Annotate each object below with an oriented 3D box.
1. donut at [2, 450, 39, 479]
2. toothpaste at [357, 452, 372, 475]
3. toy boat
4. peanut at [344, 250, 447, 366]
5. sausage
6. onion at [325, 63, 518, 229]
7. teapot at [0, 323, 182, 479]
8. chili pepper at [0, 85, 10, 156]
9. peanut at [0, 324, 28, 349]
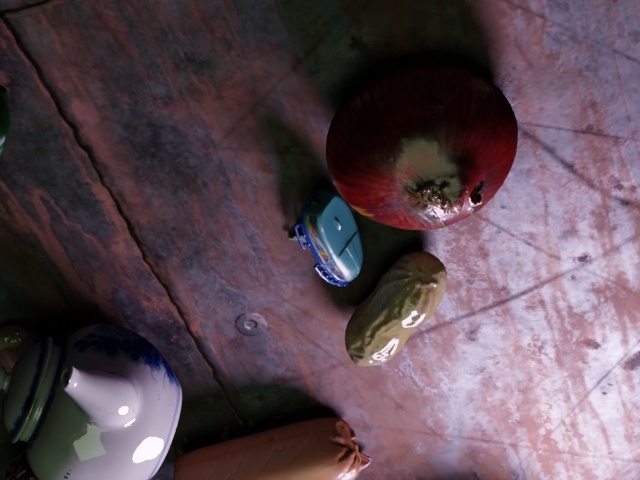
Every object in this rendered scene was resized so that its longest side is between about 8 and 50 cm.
[{"bbox_3d":[-0.402,0.400,2.056,0.235,0.089,0.235,5,147,3],"label":"donut"},{"bbox_3d":[0.005,0.423,2.127,0.062,0.039,0.239,27,123,-10],"label":"toothpaste"},{"bbox_3d":[0.000,0.000,1.769,0.110,0.091,0.175,11,142,37],"label":"toy boat"},{"bbox_3d":[0.106,0.103,1.827,0.090,0.099,0.214,17,130,-24],"label":"peanut"},{"bbox_3d":[-0.084,0.362,2.024,0.304,0.121,0.121,-16,127,14],"label":"sausage"},{"bbox_3d":[0.132,-0.115,1.622,0.248,0.161,0.248,-1,108,-2],"label":"onion"},{"bbox_3d":[-0.355,0.237,1.844,0.280,0.252,0.424,21,160,-16],"label":"teapot"},{"bbox_3d":[-0.476,-0.124,1.554,0.165,0.261,0.174,4,124,4],"label":"chili pepper"},{"bbox_3d":[-0.478,0.148,1.915,0.083,0.037,0.037,-17,127,11],"label":"peanut"}]
